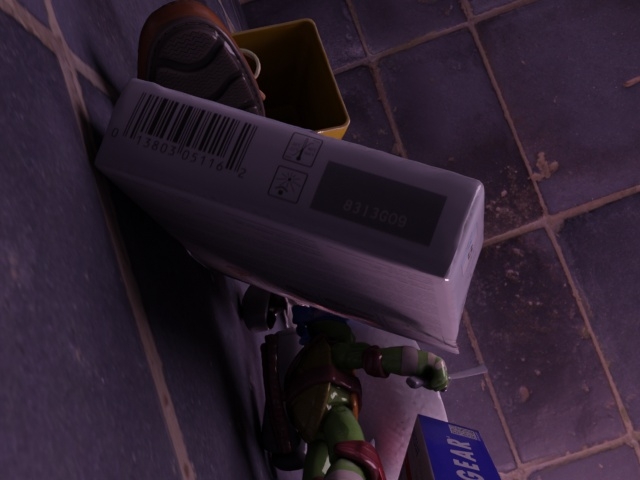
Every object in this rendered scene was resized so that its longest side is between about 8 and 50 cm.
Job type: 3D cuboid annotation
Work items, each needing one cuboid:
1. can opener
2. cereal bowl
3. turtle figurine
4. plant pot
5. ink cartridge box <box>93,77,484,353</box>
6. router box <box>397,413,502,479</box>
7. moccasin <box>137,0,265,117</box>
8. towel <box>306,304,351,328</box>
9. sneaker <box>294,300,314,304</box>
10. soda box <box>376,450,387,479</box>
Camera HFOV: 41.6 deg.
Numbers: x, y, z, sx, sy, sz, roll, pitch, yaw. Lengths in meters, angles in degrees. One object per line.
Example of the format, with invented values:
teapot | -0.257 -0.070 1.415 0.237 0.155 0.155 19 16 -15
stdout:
can opener | -0.056 0.150 1.043 0.283 0.095 0.076 -86 160 -47
cereal bowl | 0.091 0.287 1.499 0.339 0.141 0.339 162 -90 -75
turtle figurine | 0.059 0.209 0.861 0.275 0.198 0.266 54 29 -31
plant pot | -0.088 -0.204 1.381 0.187 0.212 0.212 97 -23 -66
ink cartridge box | 0.000 0.000 0.822 0.385 0.308 0.091 56 53 -71
router box | 0.109 0.378 0.879 0.335 0.082 0.301 -68 174 -84
moccasin | -0.117 -0.130 0.958 0.380 0.139 0.147 65 6 -61
towel | -0.014 -0.008 1.510 0.243 0.040 0.336 -35 -119 57
sneaker | -0.004 -0.042 1.030 0.128 0.087 0.221 83 8 -70
soda box | 0.089 0.466 1.312 0.092 0.083 0.263 61 10 -73
